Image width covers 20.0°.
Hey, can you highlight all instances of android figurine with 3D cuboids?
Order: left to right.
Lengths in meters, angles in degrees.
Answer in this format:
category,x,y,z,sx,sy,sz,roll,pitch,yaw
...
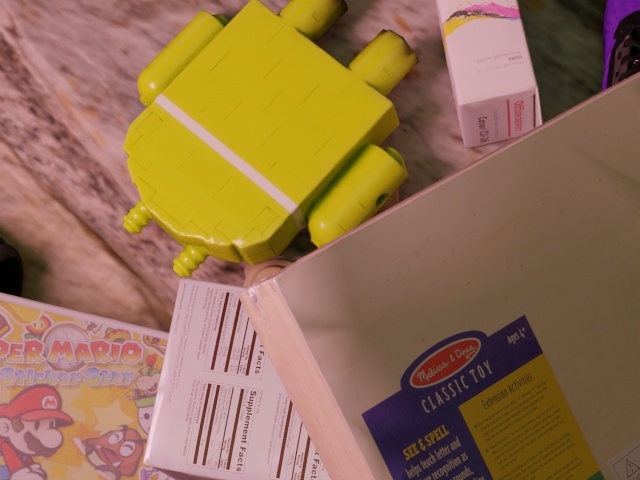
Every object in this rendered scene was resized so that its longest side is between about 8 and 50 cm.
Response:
category,x,y,z,sx,sy,sz,roll,pitch,yaw
android figurine,-0.051,-0.090,1.532,0.248,0.056,0.273,37,81,21

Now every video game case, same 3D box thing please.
category,x,y,z,sx,sy,sz,roll,pitch,yaw
video game case,-0.209,0.159,1.468,0.227,0.026,0.206,14,76,-15

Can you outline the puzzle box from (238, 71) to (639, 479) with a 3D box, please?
category,x,y,z,sx,sy,sz,roll,pitch,yaw
puzzle box,0.163,0.066,1.253,0.409,0.052,0.272,-28,94,-34

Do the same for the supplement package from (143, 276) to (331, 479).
category,x,y,z,sx,sy,sz,roll,pitch,yaw
supplement package,-0.005,0.131,1.405,0.203,0.194,0.149,9,78,11

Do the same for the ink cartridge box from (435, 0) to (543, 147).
category,x,y,z,sx,sy,sz,roll,pitch,yaw
ink cartridge box,0.136,-0.153,1.501,0.067,0.115,0.198,-12,73,4

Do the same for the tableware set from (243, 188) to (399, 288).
category,x,y,z,sx,sy,sz,roll,pitch,yaw
tableware set,0.000,0.000,1.530,0.168,0.020,0.141,-1,70,12

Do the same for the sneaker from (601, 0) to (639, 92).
category,x,y,z,sx,sy,sz,roll,pitch,yaw
sneaker,0.273,-0.119,1.454,0.102,0.146,0.293,3,76,10

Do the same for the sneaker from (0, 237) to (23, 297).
category,x,y,z,sx,sy,sz,roll,pitch,yaw
sneaker,-0.353,0.099,1.513,0.147,0.104,0.296,21,75,19
